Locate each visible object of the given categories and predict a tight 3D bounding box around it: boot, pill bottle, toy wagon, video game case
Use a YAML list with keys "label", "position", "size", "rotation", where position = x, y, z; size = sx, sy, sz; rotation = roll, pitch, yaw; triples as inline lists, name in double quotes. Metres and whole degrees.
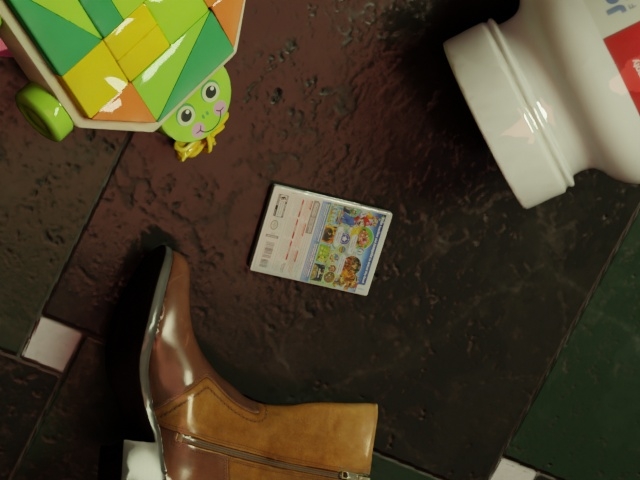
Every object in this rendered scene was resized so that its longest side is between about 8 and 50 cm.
- label: "boot"
  position: [-0.061, 0.151, 1.763]
  size: [0.280, 0.096, 0.264]
  rotation: [9, 74, -28]
- label: "pill bottle"
  position: [0.328, -0.193, 1.662]
  size: [0.407, 0.229, 0.229]
  rotation: [-26, 112, 8]
- label: "toy wagon"
  position: [-0.158, -0.203, 1.595]
  size: [0.267, 0.068, 0.344]
  rotation: [-45, 129, -18]
- label: "video game case"
  position: [0.000, 0.000, 1.779]
  size: [0.122, 0.011, 0.087]
  rotation: [13, 104, -17]

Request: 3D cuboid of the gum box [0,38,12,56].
- label: "gum box"
  position: [-0.342, -0.220, 1.599]
  size: [0.188, 0.062, 0.107]
  rotation: [2, 107, -14]
